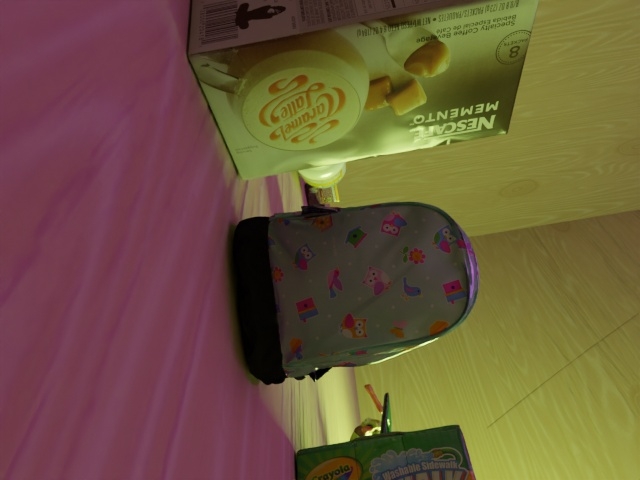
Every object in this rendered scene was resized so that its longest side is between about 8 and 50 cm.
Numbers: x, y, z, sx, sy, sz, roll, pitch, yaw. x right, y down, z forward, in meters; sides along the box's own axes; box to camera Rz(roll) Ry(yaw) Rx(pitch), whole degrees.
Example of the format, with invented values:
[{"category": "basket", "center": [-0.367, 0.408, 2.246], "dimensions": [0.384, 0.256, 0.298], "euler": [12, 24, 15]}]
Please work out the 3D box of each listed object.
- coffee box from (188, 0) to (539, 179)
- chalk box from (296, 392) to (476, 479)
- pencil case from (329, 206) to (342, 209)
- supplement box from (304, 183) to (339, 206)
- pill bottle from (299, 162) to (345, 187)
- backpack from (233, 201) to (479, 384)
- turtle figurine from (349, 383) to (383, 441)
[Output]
[{"category": "coffee box", "center": [0.033, -0.150, 0.405], "dimensions": [0.141, 0.247, 0.098], "euler": [76, 6, -57]}, {"category": "chalk box", "center": [0.077, 0.313, 0.497], "dimensions": [0.289, 0.179, 0.180], "euler": [-97, 175, -45]}, {"category": "pencil case", "center": [0.046, 0.016, 1.462], "dimensions": [0.104, 0.104, 0.236], "euler": [-93, 171, -63]}, {"category": "supplement box", "center": [0.005, -0.126, 1.248], "dimensions": [0.043, 0.083, 0.055], "euler": [-93, 173, -66]}, {"category": "pill bottle", "center": [-0.001, -0.181, 1.026], "dimensions": [0.208, 0.118, 0.117], "euler": [7, 74, -87]}, {"category": "backpack", "center": [0.029, 0.037, 0.378], "dimensions": [0.115, 0.182, 0.151], "euler": [50, 32, -83]}, {"category": "turtle figurine", "center": [0.062, 0.391, 0.770], "dimensions": [0.217, 0.087, 0.269], "euler": [-51, 140, -76]}]
